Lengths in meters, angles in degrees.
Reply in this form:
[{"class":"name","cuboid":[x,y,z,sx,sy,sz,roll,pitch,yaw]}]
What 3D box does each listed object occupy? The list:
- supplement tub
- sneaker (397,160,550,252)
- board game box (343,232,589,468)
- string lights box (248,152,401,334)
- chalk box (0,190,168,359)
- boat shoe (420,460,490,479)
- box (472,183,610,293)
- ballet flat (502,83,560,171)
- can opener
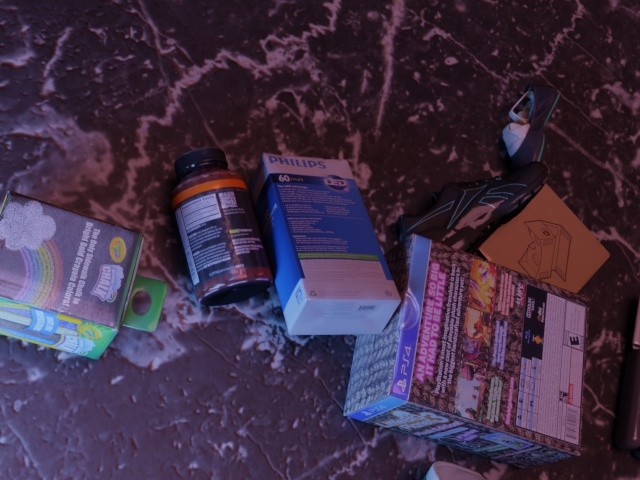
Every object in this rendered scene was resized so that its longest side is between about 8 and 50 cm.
[{"class":"supplement tub","cuboid":[-0.135,-0.020,1.207,0.106,0.106,0.198,-8,73,-27]},{"class":"sneaker","cuboid":[0.235,-0.057,1.382,0.267,0.101,0.106,-35,76,-21]},{"class":"board game box","cuboid":[0.206,0.159,1.266,0.291,0.141,0.232,20,62,-16]},{"class":"string lights box","cuboid":[0.000,0.000,1.226,0.133,0.076,0.259,3,47,-24]},{"class":"chalk box","cuboid":[-0.293,0.053,1.092,0.213,0.132,0.132,20,61,-17]},{"class":"boat shoe","cuboid":[0.256,0.398,1.238,0.319,0.116,0.099,27,104,-20]},{"class":"box","cuboid":[0.353,0.021,1.461,0.164,0.021,0.201,49,59,1]},{"class":"ballet flat","cuboid":[0.338,-0.184,1.513,0.074,0.074,0.203,31,59,-10]},{"class":"can opener","cuboid":[0.518,0.197,1.429,0.074,0.093,0.280,27,65,-13]}]
